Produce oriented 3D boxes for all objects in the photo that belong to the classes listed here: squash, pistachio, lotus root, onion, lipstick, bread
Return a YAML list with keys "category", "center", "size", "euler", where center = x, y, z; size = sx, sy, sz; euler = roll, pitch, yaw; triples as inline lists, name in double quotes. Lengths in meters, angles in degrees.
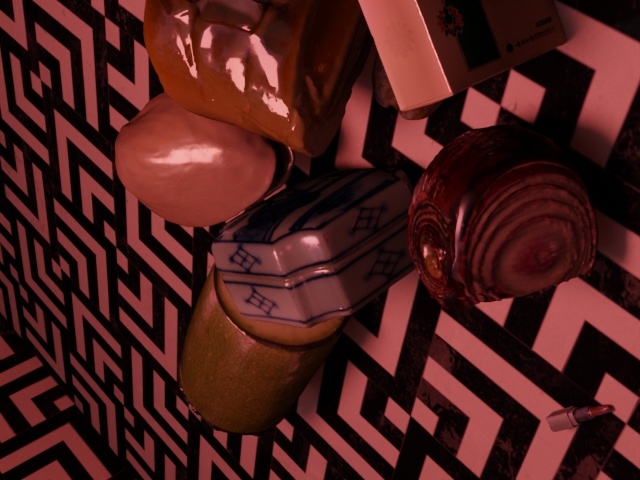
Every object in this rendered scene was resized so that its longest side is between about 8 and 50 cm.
- category: "squash"
  center: [-0.117, 0.179, 1.672]
  size: [0.263, 0.263, 0.384]
  euler: [51, 145, 17]
- category: "pistachio"
  center: [-0.188, -0.134, 1.429]
  size: [0.332, 0.208, 0.226]
  euler: [-3, 97, 32]
- category: "lotus root"
  center: [0.133, -0.245, 1.205]
  size: [0.113, 0.088, 0.192]
  euler: [35, 139, 11]
- category: "onion"
  center: [0.215, -0.048, 1.134]
  size: [0.206, 0.216, 0.206]
  euler: [-134, 35, -62]
- category: "lipstick"
  center: [0.371, 0.249, 1.278]
  size: [0.107, 0.025, 0.025]
  euler: [-33, 85, 50]
- category: "bread"
  center: [-0.103, -0.310, 1.241]
  size: [0.341, 0.210, 0.300]
  euler: [26, 90, 23]

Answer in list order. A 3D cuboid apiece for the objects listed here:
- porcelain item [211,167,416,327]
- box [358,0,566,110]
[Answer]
- category: "porcelain item"
  center: [0.000, 0.000, 1.373]
  size: [0.286, 0.281, 0.157]
  euler: [4, 119, 54]
- category: "box"
  center: [0.163, -0.266, 1.038]
  size: [0.095, 0.212, 0.168]
  euler: [-13, 103, 56]
